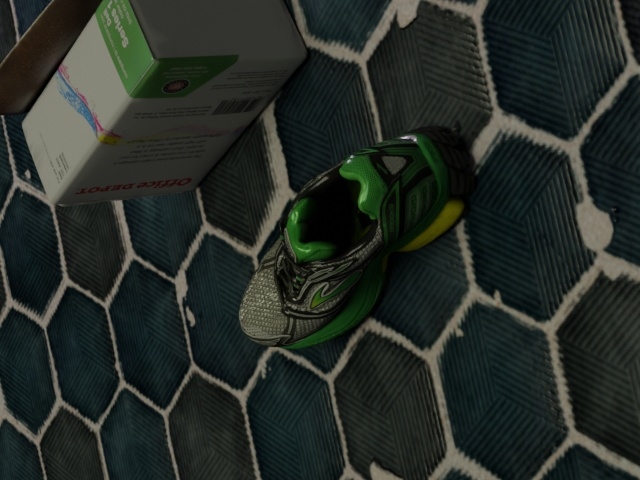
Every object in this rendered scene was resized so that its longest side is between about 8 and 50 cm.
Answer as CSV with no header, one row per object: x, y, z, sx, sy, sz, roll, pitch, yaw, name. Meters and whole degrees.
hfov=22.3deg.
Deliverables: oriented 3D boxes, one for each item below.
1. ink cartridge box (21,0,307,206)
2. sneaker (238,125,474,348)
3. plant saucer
-0.178,-0.164,1.784,0.278,0.201,0.117,-45,62,45,ink cartridge box
0.000,0.000,1.644,0.343,0.146,0.134,-50,59,43,sneaker
-0.277,-0.252,1.863,0.050,0.310,0.310,40,135,-6,plant saucer
